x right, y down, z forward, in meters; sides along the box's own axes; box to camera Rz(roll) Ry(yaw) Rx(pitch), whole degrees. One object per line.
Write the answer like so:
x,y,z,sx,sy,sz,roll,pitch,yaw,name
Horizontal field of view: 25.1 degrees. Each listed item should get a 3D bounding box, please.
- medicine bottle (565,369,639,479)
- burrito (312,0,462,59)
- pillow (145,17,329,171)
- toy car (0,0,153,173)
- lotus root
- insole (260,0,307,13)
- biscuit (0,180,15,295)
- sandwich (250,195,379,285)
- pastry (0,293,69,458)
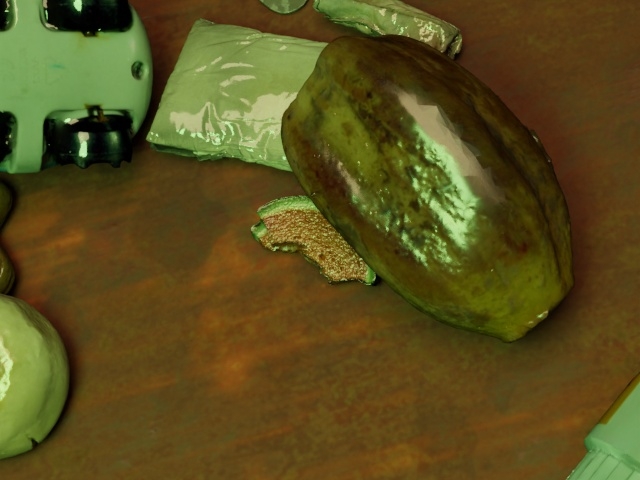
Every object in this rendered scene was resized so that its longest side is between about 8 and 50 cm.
0.332,0.130,1.132,0.158,0.158,0.318,38,79,22,medicine bottle
0.067,-0.212,1.385,0.149,0.055,0.041,26,120,22,burrito
-0.039,-0.131,1.371,0.229,0.050,0.148,12,77,12,pillow
-0.291,-0.160,1.361,0.255,0.190,0.189,-5,99,-21,toy car
0.106,-0.045,1.245,0.193,0.193,0.291,-40,76,-6,lotus root
-0.084,-0.293,1.468,0.193,0.006,0.065,40,80,22,insole
-0.386,-0.016,1.397,0.180,0.039,0.236,-32,66,2,biscuit
0.002,0.000,1.320,0.135,0.029,0.067,30,82,19,sandwich
-0.305,0.123,1.292,0.156,0.092,0.156,0,88,5,pastry
